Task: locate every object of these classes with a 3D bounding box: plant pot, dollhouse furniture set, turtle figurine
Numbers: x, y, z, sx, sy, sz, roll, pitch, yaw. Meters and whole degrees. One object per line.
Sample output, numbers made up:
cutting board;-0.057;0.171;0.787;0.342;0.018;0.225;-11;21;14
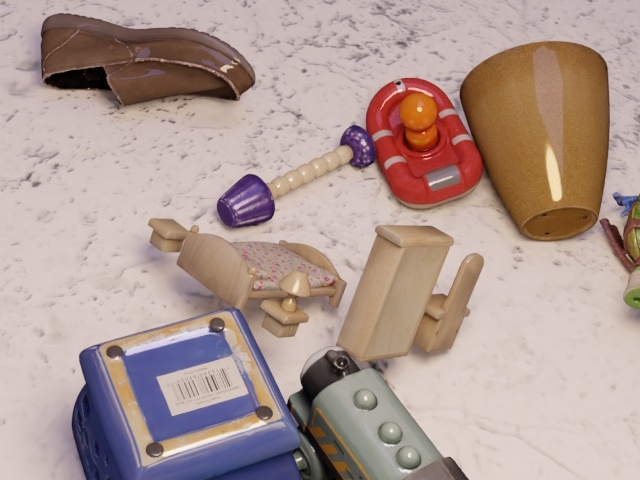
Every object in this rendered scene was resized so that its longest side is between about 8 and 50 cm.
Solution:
plant pot;0.352;-0.137;1.736;0.237;0.237;0.254;-1;65;-11
dollhouse furniture set;0.000;0.000;1.524;0.355;0.174;0.303;33;20;36
plant pot;-0.156;0.225;1.315;0.236;0.212;0.236;-14;52;-20
turtle figurine;0.549;0.013;1.636;0.274;0.198;0.266;16;52;9

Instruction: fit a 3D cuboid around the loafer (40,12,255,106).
loafer;-0.285;-0.264;1.799;0.365;0.134;0.130;10;71;11

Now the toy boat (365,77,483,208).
toy boat;0.156;-0.172;1.744;0.151;0.151;0.231;-19;53;-4

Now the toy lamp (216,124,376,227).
toy lamp;-0.038;-0.097;1.708;0.274;0.080;0.080;-31;60;-31

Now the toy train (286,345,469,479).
toy train;0.076;0.277;1.323;0.142;0.190;0.334;-20;56;-26
